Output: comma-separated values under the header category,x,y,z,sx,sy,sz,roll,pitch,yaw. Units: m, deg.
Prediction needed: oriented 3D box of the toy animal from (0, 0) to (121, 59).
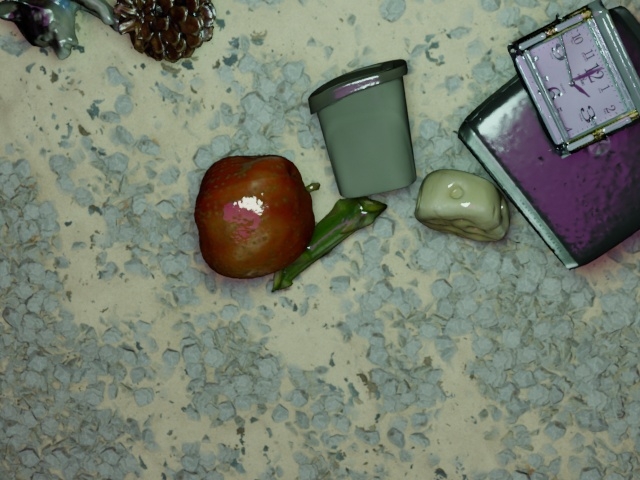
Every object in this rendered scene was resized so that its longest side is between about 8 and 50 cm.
category,x,y,z,sx,sy,sz,roll,pitch,yaw
toy animal,-0.631,-0.561,1.875,0.302,0.194,0.344,-19,95,5

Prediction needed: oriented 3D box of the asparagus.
category,x,y,z,sx,sy,sz,roll,pitch,yaw
asparagus,0.000,0.001,1.955,0.343,0.082,0.085,-36,131,13

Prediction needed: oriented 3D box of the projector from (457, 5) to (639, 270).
category,x,y,z,sx,sy,sz,roll,pitch,yaw
projector,0.554,-0.210,1.761,0.405,0.242,0.395,-39,92,11

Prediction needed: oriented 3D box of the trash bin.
category,x,y,z,sx,sy,sz,roll,pitch,yaw
trash bin,0.103,-0.239,1.835,0.219,0.220,0.250,-11,106,10

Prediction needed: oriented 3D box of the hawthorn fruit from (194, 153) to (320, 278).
category,x,y,z,sx,sy,sz,roll,pitch,yaw
hawthorn fruit,-0.136,-0.064,1.870,0.299,0.275,0.275,-22,97,-3

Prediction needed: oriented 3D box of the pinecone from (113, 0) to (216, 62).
category,x,y,z,sx,sy,sz,roll,pitch,yaw
pinecone,-0.341,-0.489,1.840,0.221,0.221,0.221,1,101,7

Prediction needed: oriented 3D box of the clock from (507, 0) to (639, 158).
category,x,y,z,sx,sy,sz,roll,pitch,yaw
clock,0.482,-0.302,1.591,0.186,0.083,0.253,-25,94,9

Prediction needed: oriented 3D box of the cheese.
category,x,y,z,sx,sy,sz,roll,pitch,yaw
cheese,0.309,-0.073,1.838,0.218,0.235,0.117,20,82,-21
